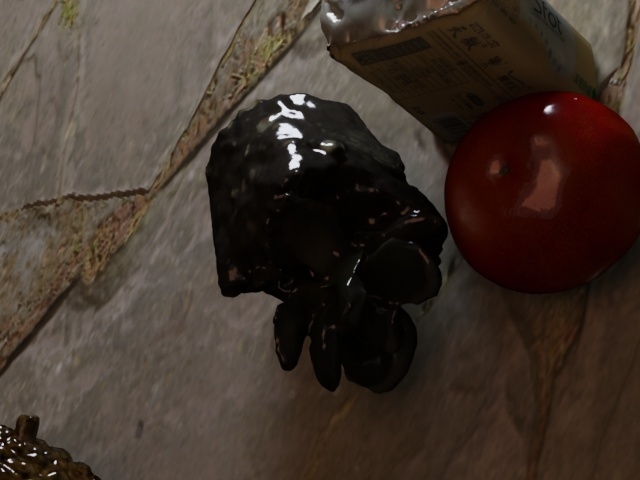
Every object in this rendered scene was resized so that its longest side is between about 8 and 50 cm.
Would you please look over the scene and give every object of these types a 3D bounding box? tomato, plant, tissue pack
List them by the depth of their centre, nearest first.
[{"bbox_3d":[0.201,-0.045,1.563,0.195,0.136,0.195,-12,69,33],"label":"tomato"},{"bbox_3d":[0.131,-0.182,1.605,0.186,0.222,0.090,-17,57,33],"label":"tissue pack"},{"bbox_3d":[0.000,0.000,1.648,0.199,0.188,0.276,-54,45,32],"label":"plant"}]

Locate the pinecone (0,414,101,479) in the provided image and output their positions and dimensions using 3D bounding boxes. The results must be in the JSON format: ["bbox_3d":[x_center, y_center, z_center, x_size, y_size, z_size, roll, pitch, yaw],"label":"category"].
[{"bbox_3d":[-0.331,0.306,1.781,0.244,0.243,0.257,1,105,36],"label":"pinecone"}]
